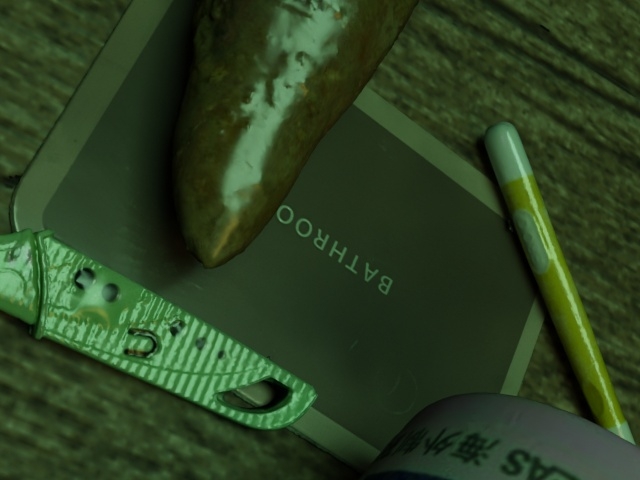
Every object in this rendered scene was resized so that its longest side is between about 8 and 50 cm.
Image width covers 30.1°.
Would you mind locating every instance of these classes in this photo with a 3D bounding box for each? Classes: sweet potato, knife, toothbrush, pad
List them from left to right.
[{"bbox_3d":[-0.125,0.011,0.475,0.293,0.020,0.043,29,72,-21],"label":"knife"},{"bbox_3d":[0.000,0.000,0.563,0.266,0.002,0.176,35,62,-18],"label":"pad"},{"bbox_3d":[0.015,-0.139,0.555,0.114,0.092,0.341,53,55,-27],"label":"sweet potato"},{"bbox_3d":[0.140,0.075,0.611,0.024,0.021,0.288,-20,88,-44],"label":"toothbrush"}]

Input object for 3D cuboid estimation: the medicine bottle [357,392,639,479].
[{"bbox_3d":[0.023,0.209,0.416,0.290,0.178,0.178,-43,100,-32],"label":"medicine bottle"}]
